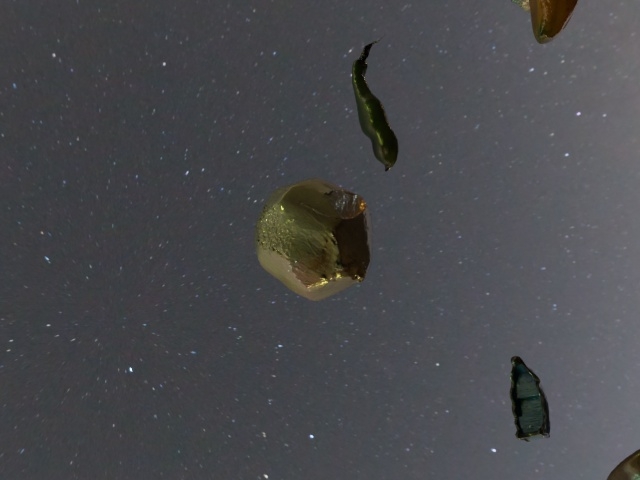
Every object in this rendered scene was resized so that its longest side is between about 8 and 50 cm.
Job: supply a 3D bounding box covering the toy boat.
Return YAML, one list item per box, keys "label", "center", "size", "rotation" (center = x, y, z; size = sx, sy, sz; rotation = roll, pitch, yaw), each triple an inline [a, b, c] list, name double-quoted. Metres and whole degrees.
- label: "toy boat"
  center: [0.456, 0.349, 1.139]
  size: [0.077, 0.075, 0.186]
  rotation: [43, -139, -29]

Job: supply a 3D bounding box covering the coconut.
- label: "coconut"
  center: [-0.001, 0.000, 0.992]
  size: [0.230, 0.227, 0.227]
  rotation: [27, -112, 23]

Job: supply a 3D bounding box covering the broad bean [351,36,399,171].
- label: "broad bean"
  center: [0.123, -0.306, 1.172]
  size: [0.056, 0.098, 0.318]
  rotation: [2, -103, -41]

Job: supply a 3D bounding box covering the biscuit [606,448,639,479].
- label: "biscuit"
  center: [0.553, 0.331, 0.781]
  size: [0.257, 0.049, 0.273]
  rotation: [-36, -45, 10]

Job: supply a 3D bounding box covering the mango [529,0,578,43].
- label: "mango"
  center: [0.431, -0.455, 0.941]
  size: [0.115, 0.089, 0.165]
  rotation: [-47, -46, -26]

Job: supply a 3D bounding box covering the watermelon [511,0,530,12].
- label: "watermelon"
  center: [0.482, -0.556, 1.168]
  size: [0.121, 0.158, 0.098]
  rotation: [14, -103, 16]
